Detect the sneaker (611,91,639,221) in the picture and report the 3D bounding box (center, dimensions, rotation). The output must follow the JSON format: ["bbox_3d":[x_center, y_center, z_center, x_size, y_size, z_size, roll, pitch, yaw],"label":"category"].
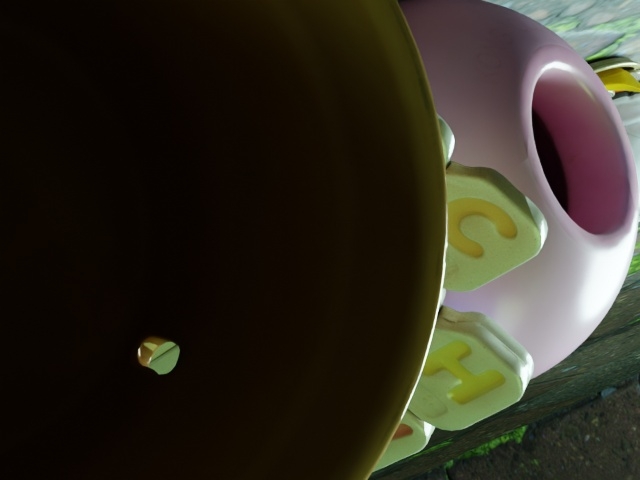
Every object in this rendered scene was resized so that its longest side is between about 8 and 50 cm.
[{"bbox_3d":[0.170,-0.018,1.286,0.297,0.129,0.111,-20,165,-3],"label":"sneaker"}]

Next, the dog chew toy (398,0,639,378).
[{"bbox_3d":[0.000,0.000,0.985,0.332,0.206,0.206,-20,169,35],"label":"dog chew toy"}]

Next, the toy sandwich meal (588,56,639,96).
[{"bbox_3d":[0.176,-0.092,1.207,0.085,0.029,0.085,-18,167,-4],"label":"toy sandwich meal"}]

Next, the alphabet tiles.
[{"bbox_3d":[-0.042,0.002,0.844,0.278,0.284,0.021,-32,-158,45],"label":"alphabet tiles"}]

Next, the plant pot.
[{"bbox_3d":[-0.129,-0.007,0.641,0.291,0.291,0.203,-14,-177,-21],"label":"plant pot"}]
